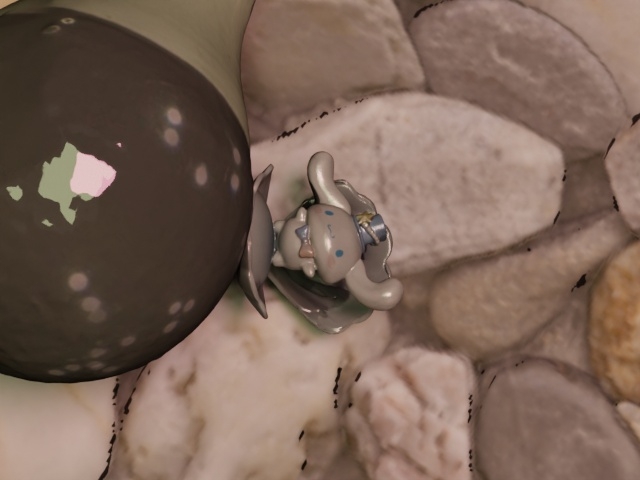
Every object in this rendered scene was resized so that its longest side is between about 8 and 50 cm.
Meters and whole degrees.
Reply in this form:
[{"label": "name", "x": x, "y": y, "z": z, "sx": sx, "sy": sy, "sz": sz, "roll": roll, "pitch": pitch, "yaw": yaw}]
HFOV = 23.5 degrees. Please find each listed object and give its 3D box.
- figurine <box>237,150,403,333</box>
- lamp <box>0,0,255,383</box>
[{"label": "figurine", "x": 0.000, "y": 0.000, "z": 0.812, "sx": 0.086, "sy": 0.082, "sz": 0.094, "roll": 3, "pitch": 79, "yaw": -3}, {"label": "lamp", "x": -0.088, "y": -0.074, "z": 0.761, "sx": 0.182, "sy": 0.182, "sz": 0.314, "roll": 35, "pitch": 71, "yaw": -4}]
